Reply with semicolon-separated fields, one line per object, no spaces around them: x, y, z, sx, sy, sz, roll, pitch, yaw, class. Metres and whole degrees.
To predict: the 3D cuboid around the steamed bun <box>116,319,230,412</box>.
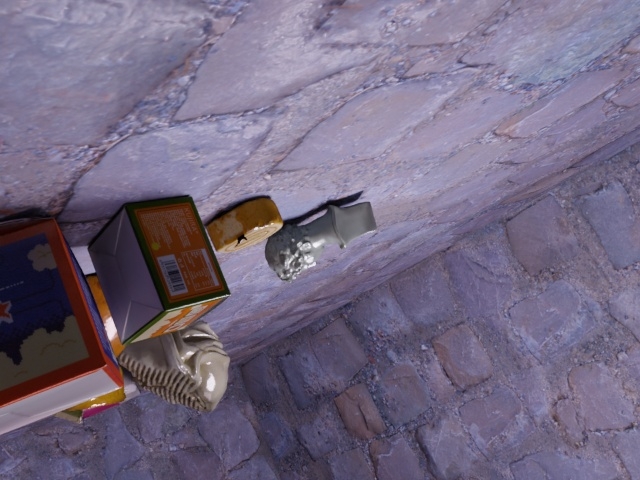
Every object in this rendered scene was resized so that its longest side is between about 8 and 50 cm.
-0.417;0.337;2.109;0.324;0.219;0.309;9;143;26;steamed bun

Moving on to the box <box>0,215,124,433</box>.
-0.513;0.159;1.139;0.319;0.256;0.348;-19;168;-14;box

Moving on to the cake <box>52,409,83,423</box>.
-0.779;0.464;2.135;0.220;0.086;0.117;12;-172;7;cake

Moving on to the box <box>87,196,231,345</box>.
-0.281;0.052;1.253;0.148;0.195;0.177;-13;163;-43;box

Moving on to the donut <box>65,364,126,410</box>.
-0.683;0.393;2.007;0.278;0.108;0.277;3;-179;0;donut

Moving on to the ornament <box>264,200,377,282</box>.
-0.002;-0.014;1.713;0.285;0.130;0.120;-31;-175;-3;ornament

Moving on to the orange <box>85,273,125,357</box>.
-0.530;0.169;1.557;0.274;0.274;0.310;-5;127;-56;orange

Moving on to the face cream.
-0.681;0.442;2.251;0.195;0.175;0.175;-21;168;-14;face cream

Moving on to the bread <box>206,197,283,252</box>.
-0.149;-0.025;1.464;0.149;0.073;0.122;-28;169;23;bread
